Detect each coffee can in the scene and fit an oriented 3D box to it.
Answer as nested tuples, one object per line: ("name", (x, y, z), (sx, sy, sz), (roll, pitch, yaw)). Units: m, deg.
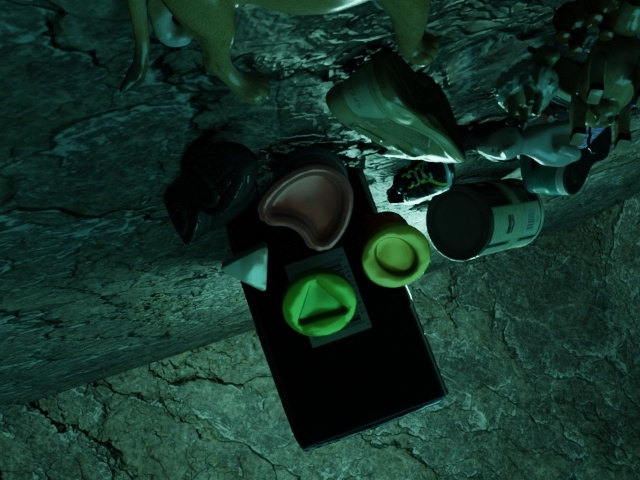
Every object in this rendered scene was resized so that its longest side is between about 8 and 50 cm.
("coffee can", (0.448, -0.062, 1.925), (0.275, 0.201, 0.201), (-9, 163, -44))

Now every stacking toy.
("stacking toy", (0.000, 0.000, 1.244), (0.279, 0.309, 0.130), (-44, -156, 15))

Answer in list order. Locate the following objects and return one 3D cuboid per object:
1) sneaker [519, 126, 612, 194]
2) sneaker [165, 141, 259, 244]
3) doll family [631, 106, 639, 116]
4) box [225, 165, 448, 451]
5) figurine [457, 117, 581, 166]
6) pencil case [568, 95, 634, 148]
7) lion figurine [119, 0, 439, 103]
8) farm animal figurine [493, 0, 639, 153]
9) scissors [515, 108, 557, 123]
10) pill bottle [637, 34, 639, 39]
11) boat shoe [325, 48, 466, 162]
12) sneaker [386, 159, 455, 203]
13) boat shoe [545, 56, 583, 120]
("sneaker", (0.581, -0.204, 1.738), (0.178, 0.123, 0.295), (3, -144, 46))
("sneaker", (-0.149, -0.087, 1.101), (0.130, 0.109, 0.286), (-26, 178, -30))
("doll family", (0.701, -0.329, 1.510), (0.111, 0.076, 0.193), (-18, 165, 7))
("box", (0.010, 0.167, 1.524), (0.298, 0.479, 0.472), (-19, 167, -6))
("figurine", (0.348, -0.185, 1.351), (0.210, 0.092, 0.215), (-7, -167, -31))
("pencil case", (0.596, -0.271, 1.538), (0.088, 0.086, 0.206), (7, 164, -7))
("lion figurine", (-0.019, -0.231, 0.576), (0.392, 0.142, 0.240), (-18, 161, 2))
("farm animal figurine", (0.466, -0.271, 1.039), (0.330, 0.172, 0.326), (17, 149, -6))
("scissors", (0.509, -0.274, 1.541), (0.109, 0.021, 0.297), (-30, 164, 34))
("pill bottle", (0.613, -0.331, 1.241), (0.118, 0.117, 0.208), (-27, 167, 24))
("boat shoe", (0.125, -0.186, 1.080), (0.110, 0.121, 0.341), (-22, 158, 26))
("sneaker", (0.209, -0.123, 1.539), (0.097, 0.084, 0.234), (-16, 167, -20))
("boat shoe", (0.449, -0.266, 1.295), (0.092, 0.102, 0.285), (-36, 167, 35))
